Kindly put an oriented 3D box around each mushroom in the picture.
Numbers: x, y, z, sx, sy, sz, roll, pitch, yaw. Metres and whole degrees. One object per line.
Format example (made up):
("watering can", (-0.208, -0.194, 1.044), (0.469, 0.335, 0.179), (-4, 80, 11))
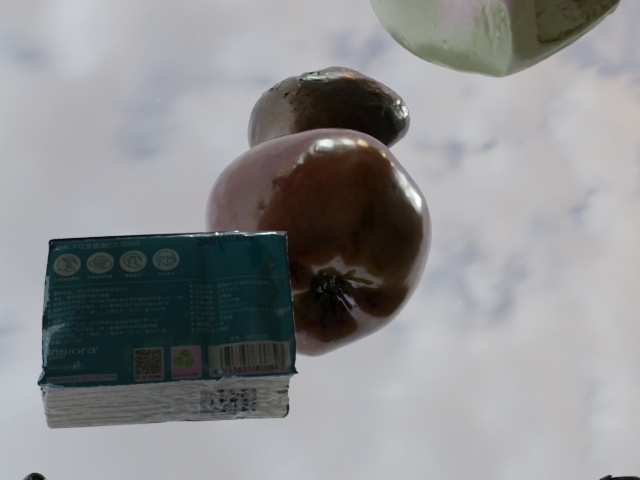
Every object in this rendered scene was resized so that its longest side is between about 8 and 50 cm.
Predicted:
("mushroom", (0.004, -0.148, 1.224), (0.138, 0.194, 0.231), (58, -177, -8))

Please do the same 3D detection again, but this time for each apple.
("apple", (0.002, -0.001, 0.976), (0.234, 0.234, 0.234), (18, -119, -37))

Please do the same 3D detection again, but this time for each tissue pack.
("tissue pack", (-0.104, 0.061, 0.679), (0.169, 0.082, 0.120), (-2, -124, -6))

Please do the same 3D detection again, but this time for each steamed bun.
("steamed bun", (0.131, -0.245, 0.827), (0.170, 0.238, 0.153), (-30, -55, -13))

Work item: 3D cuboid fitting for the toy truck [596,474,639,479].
("toy truck", (0.249, 0.194, 0.580), (0.157, 0.272, 0.124), (9, -121, -26))

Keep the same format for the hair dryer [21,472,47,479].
("hair dryer", (-0.256, 0.259, 0.905), (0.083, 0.047, 0.026), (54, -156, 13))
